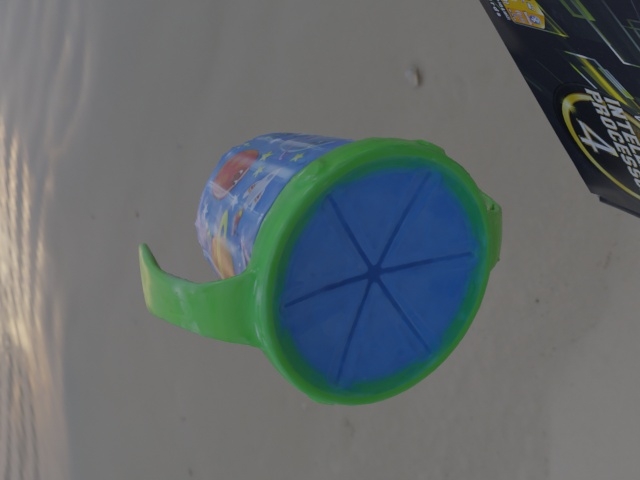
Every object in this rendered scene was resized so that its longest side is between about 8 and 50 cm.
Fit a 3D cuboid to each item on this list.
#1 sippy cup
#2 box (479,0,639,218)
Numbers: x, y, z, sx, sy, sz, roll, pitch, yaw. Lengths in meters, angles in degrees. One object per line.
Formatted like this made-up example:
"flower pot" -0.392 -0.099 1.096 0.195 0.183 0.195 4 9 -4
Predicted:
"sippy cup" 0.000 0.000 0.843 0.224 0.306 0.240 32 95 55
"box" 0.166 -0.123 0.341 0.395 0.097 0.318 50 171 -34
